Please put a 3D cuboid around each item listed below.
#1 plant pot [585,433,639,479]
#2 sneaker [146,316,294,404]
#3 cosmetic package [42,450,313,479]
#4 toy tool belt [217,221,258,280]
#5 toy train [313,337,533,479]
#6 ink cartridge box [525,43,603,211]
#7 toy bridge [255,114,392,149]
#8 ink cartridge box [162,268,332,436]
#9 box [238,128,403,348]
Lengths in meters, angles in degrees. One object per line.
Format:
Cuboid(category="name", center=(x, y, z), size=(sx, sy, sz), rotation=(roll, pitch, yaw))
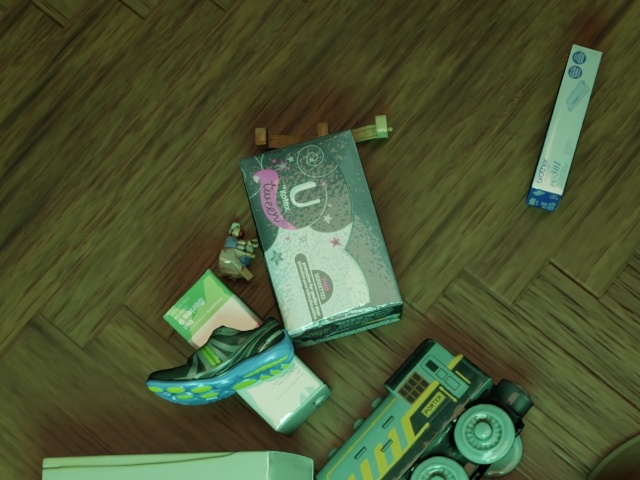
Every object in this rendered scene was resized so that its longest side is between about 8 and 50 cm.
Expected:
Cuboid(category="plant pot", center=(0.491, 0.354, 1.687), size=(0.263, 0.263, 0.229), rotation=(-27, 95, -3))
Cuboid(category="sneaker", center=(-0.124, 0.148, 1.691), size=(0.188, 0.067, 0.078), rotation=(-21, 59, 7))
Cuboid(category="cosmetic package", center=(-0.178, 0.327, 1.716), size=(0.309, 0.160, 0.113), rotation=(-5, 76, 18))
Cuboid(category="toy tool belt", center=(-0.107, 0.018, 1.877), size=(0.051, 0.052, 0.083), rotation=(15, 51, 4))
Cuboid(category="toy train", center=(0.119, 0.287, 1.768), size=(0.190, 0.142, 0.334), rotation=(40, 85, 24))
Cuboid(category="ink cartridge box", center=(0.330, -0.151, 1.864), size=(0.046, 0.097, 0.207), rotation=(16, 79, 7))
Cuboid(category="toy bridge", center=(0.006, -0.144, 1.897), size=(0.188, 0.063, 0.026), rotation=(-5, 78, 3))
Cuboid(category="ink cartridge box", center=(-0.091, 0.150, 1.791), size=(0.212, 0.154, 0.093), rotation=(42, 86, 10))
Cuboid(category="box", center=(0.000, 0.000, 1.826), size=(0.163, 0.142, 0.247), rotation=(-16, 77, -1))
